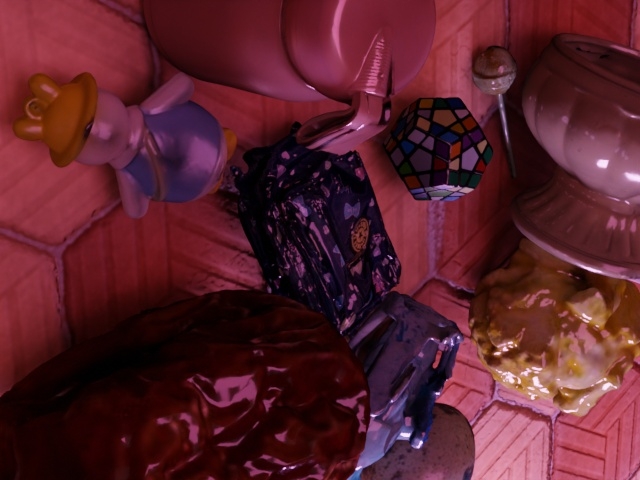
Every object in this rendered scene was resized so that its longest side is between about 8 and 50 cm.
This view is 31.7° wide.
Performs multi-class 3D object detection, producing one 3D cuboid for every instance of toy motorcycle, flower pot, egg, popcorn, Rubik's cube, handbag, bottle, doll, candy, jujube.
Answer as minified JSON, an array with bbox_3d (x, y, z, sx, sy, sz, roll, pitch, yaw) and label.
[{"bbox_3d":[0.070,0.184,1.345,0.260,0.154,0.206,-55,171,-31],"label":"toy motorcycle"},{"bbox_3d":[0.380,-0.106,1.438,0.307,0.307,0.244,1,119,-39],"label":"flower pot"},{"bbox_3d":[0.127,0.286,1.452,0.181,0.141,0.141,-43,127,-27],"label":"egg"},{"bbox_3d":[0.321,0.113,1.519,0.256,0.195,0.255,-3,102,-18],"label":"popcorn"},{"bbox_3d":[0.140,-0.108,1.350,0.112,0.133,0.133,31,84,-16],"label":"Rubik's cube"},{"bbox_3d":[0.000,0.000,1.264,0.162,0.113,0.260,-42,126,-32],"label":"handbag"},{"bbox_3d":[-0.029,-0.200,1.064,0.173,0.297,0.206,9,99,-41],"label":"bottle"},{"bbox_3d":[-0.182,-0.101,1.106,0.241,0.099,0.135,16,134,-39],"label":"doll"},{"bbox_3d":[0.237,-0.161,1.459,0.061,0.061,0.202,-39,133,-22],"label":"candy"},{"bbox_3d":[-0.137,0.196,1.130,0.377,0.276,0.276,-11,111,-37],"label":"jujube"}]

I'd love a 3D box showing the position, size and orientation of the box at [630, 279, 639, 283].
[{"bbox_3d":[0.518,-0.054,1.607,0.106,0.203,0.252,-8,110,-38],"label":"box"}]
